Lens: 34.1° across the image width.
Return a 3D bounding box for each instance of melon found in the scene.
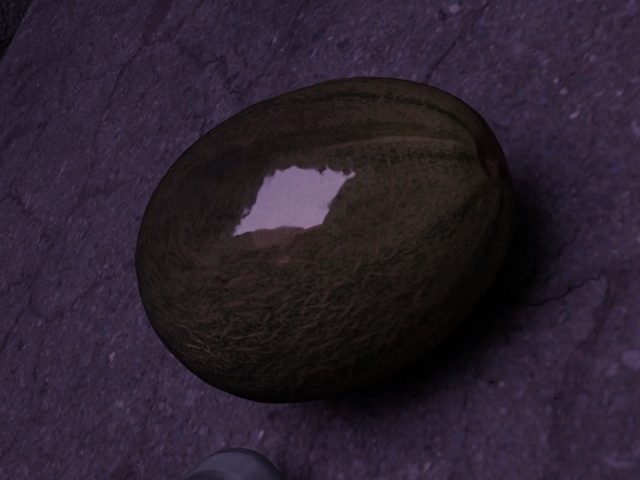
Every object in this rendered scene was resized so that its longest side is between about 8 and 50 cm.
[{"bbox_3d":[0.000,0.000,0.843,0.329,0.248,0.248,-27,47,31],"label":"melon"}]

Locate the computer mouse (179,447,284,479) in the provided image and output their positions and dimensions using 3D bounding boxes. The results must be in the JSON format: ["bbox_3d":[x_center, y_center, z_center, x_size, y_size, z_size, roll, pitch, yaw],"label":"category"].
[{"bbox_3d":[-0.065,0.285,0.856,0.128,0.079,0.231,-24,64,34],"label":"computer mouse"}]
